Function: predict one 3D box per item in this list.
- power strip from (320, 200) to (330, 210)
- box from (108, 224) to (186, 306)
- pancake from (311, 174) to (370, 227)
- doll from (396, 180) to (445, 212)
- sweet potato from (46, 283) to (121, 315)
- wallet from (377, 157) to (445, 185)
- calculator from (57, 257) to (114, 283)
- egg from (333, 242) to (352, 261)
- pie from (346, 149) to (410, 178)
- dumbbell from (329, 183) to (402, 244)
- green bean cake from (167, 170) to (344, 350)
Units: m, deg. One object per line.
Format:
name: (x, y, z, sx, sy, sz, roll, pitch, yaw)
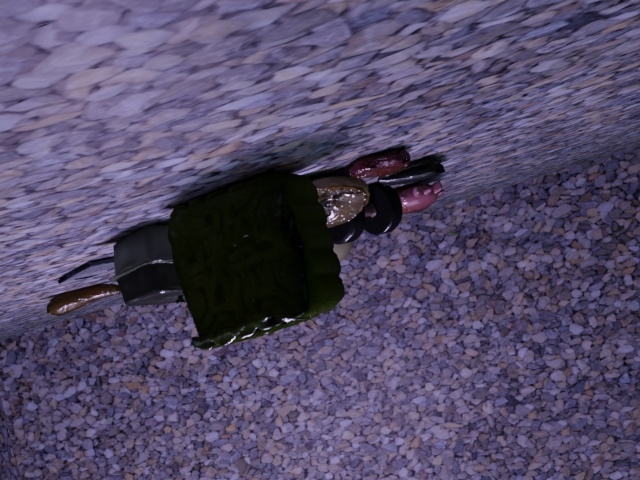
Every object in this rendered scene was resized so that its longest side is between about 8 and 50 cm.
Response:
power strip: (-0.010, -0.070, 1.670, 0.083, 0.017, 0.027, -27, 164, 33)
box: (-0.357, 0.062, 1.753, 0.290, 0.166, 0.220, -1, 165, -45)
pancake: (-0.055, -0.084, 1.764, 0.386, 0.082, 0.387, -14, 169, -3)
doll: (0.325, -0.144, 2.413, 0.261, 0.093, 0.211, -13, 172, -35)
sweet potato: (-0.864, 0.208, 2.583, 0.273, 0.075, 0.075, -18, 177, -24)
wallet: (0.259, -0.183, 1.969, 0.168, 0.052, 0.245, -14, 179, 16)
calculator: (-0.654, 0.084, 2.074, 0.161, 0.021, 0.261, -13, 174, -41)
egg: (0.000, 0.000, 2.393, 0.241, 0.186, 0.186, -10, 172, -42)
pie: (0.135, -0.173, 1.629, 0.153, 0.038, 0.153, -14, 175, -1)
dumbbell: (0.114, -0.079, 2.029, 0.218, 0.153, 0.152, -13, 175, -41)
green bean cake: (-0.149, 0.039, 1.467, 0.335, 0.319, 0.218, -23, 171, 25)
